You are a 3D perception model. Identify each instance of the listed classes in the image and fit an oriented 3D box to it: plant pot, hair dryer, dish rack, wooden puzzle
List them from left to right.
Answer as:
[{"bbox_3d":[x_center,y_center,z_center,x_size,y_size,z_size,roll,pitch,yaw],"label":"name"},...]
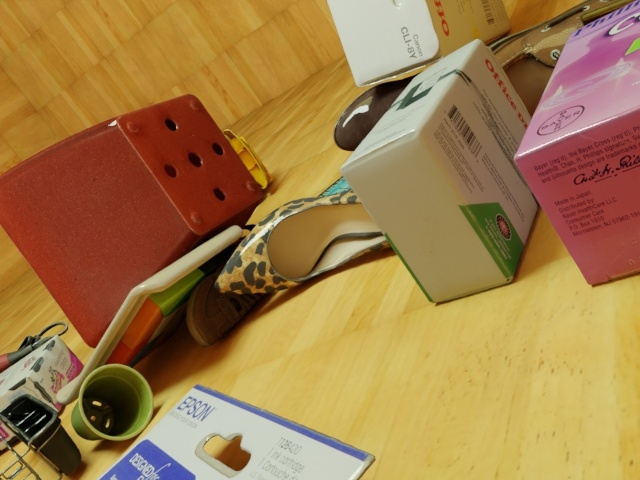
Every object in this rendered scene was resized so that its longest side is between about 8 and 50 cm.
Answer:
[{"bbox_3d":[-0.396,0.298,0.821,0.271,0.074,0.208,-44,18,-26],"label":"dish rack"},{"bbox_3d":[-0.568,0.215,1.227,0.294,0.080,0.223,-33,-5,-29],"label":"hair dryer"},{"bbox_3d":[-0.240,0.189,0.828,0.079,0.083,0.083,-36,11,46],"label":"plant pot"},{"bbox_3d":[-0.245,-0.055,1.045,0.236,0.267,0.267,-32,4,32],"label":"plant pot"},{"bbox_3d":[-0.206,0.095,0.937,0.238,0.044,0.221,-48,-3,28],"label":"wooden puzzle"}]

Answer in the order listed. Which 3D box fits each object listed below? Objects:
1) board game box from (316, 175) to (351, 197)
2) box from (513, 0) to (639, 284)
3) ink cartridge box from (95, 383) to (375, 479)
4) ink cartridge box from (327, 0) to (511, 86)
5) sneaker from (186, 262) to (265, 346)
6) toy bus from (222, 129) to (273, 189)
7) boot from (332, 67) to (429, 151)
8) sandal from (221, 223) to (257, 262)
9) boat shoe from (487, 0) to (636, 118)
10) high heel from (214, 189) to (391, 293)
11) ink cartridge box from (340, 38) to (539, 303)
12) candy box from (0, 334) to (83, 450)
[{"bbox_3d":[0.056,-0.080,1.065,0.186,0.026,0.126,-41,17,-20],"label":"board game box"},{"bbox_3d":[0.284,-0.108,0.533,0.214,0.117,0.243,-22,21,39],"label":"box"},{"bbox_3d":[-0.128,0.238,0.479,0.307,0.072,0.304,-40,16,-23],"label":"ink cartridge box"},{"bbox_3d":[0.159,-0.438,1.255,0.161,0.279,0.385,-14,12,33],"label":"ink cartridge box"},{"bbox_3d":[-0.100,0.056,0.923,0.071,0.066,0.188,-24,20,32],"label":"sneaker"},{"bbox_3d":[-0.209,-0.113,1.506,0.220,0.149,0.211,-35,3,10],"label":"toy bus"},{"bbox_3d":[0.129,-0.201,1.142,0.249,0.090,0.207,-29,15,9],"label":"boot"},{"bbox_3d":[-0.127,-0.005,1.190,0.179,0.040,0.067,-22,21,37],"label":"sandal"},{"bbox_3d":[0.271,-0.201,0.829,0.307,0.110,0.104,-39,16,-13],"label":"boat shoe"},{"bbox_3d":[0.000,0.000,0.822,0.261,0.093,0.186,-28,9,-5],"label":"high heel"},{"bbox_3d":[0.126,-0.069,0.677,0.087,0.153,0.208,-23,19,39],"label":"ink cartridge box"},{"bbox_3d":[-0.480,0.256,1.104,0.233,0.071,0.159,-35,15,5],"label":"candy box"}]
